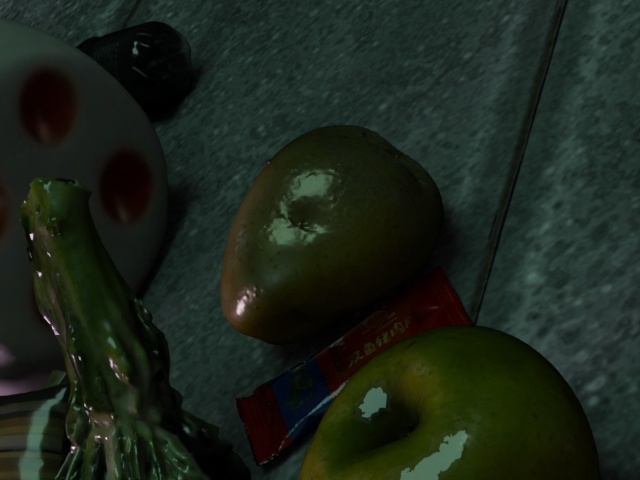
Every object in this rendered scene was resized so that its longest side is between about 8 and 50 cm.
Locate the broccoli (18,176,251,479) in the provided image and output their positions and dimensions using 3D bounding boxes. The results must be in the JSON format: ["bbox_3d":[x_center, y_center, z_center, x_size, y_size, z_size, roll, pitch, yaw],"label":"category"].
[{"bbox_3d":[-0.167,0.099,1.144,0.165,0.304,0.145,-13,2,42],"label":"broccoli"}]

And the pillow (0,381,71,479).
[{"bbox_3d":[-0.291,0.231,1.271,0.208,0.052,0.212,-13,64,35],"label":"pillow"}]

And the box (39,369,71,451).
[{"bbox_3d":[-0.236,0.163,1.338,0.024,0.053,0.083,5,55,47],"label":"box"}]

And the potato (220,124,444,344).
[{"bbox_3d":[0.000,0.000,1.231,0.194,0.157,0.157,-49,32,10],"label":"potato"}]

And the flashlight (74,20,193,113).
[{"bbox_3d":[-0.325,-0.171,1.780,0.424,0.103,0.103,-8,45,39],"label":"flashlight"}]

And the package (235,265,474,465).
[{"bbox_3d":[0.023,0.097,1.187,0.200,0.022,0.083,-34,34,6],"label":"package"}]

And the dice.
[{"bbox_3d":[-0.352,-0.024,1.479,0.304,0.277,0.304,-8,43,43],"label":"dice"}]

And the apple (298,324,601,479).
[{"bbox_3d":[0.083,0.150,0.941,0.196,0.157,0.196,-27,35,20],"label":"apple"}]
